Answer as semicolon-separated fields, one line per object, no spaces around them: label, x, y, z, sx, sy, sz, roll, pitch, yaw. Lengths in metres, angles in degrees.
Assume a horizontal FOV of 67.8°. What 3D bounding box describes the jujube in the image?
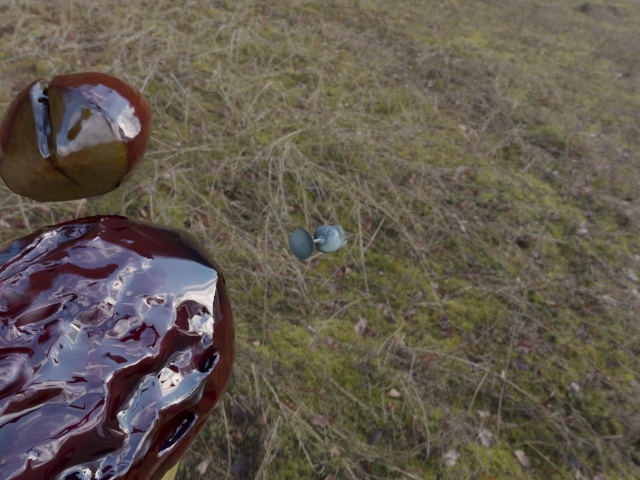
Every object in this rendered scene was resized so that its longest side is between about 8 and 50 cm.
jujube;-0.231;0.124;0.431;0.258;0.259;0.377;23;39;16

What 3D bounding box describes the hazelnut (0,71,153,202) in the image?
hazelnut;-0.343;-0.154;0.670;0.212;0.181;0.181;-16;76;2

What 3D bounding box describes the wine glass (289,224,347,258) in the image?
wine glass;0.000;0.000;1.259;0.079;0.079;0.195;29;20;23

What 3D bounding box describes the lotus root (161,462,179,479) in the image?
lotus root;-0.263;0.275;0.609;0.160;0.146;0.284;6;37;2
